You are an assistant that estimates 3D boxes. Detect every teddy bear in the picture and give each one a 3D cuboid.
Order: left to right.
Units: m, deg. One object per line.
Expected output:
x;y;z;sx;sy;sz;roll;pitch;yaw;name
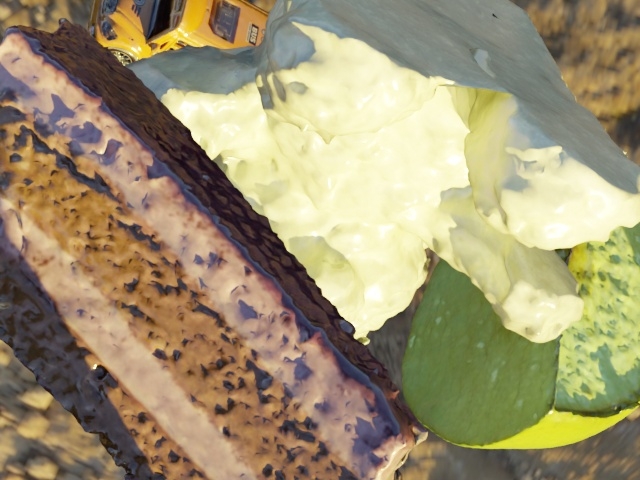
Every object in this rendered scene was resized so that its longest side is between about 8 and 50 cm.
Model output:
0.000;0.000;1.122;0.327;0.375;0.362;27;113;-12;teddy bear

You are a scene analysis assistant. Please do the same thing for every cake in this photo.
-0.082;0.020;0.782;0.116;0.113;0.295;-48;69;15;cake

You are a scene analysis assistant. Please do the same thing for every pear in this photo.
0.177;0.081;1.538;0.139;0.239;0.288;33;52;-30;pear

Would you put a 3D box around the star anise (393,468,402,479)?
0.042;0.342;1.836;0.129;0.212;0.283;-16;64;39;star anise

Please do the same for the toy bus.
-0.093;-0.165;1.493;0.194;0.088;0.083;25;57;-28;toy bus
